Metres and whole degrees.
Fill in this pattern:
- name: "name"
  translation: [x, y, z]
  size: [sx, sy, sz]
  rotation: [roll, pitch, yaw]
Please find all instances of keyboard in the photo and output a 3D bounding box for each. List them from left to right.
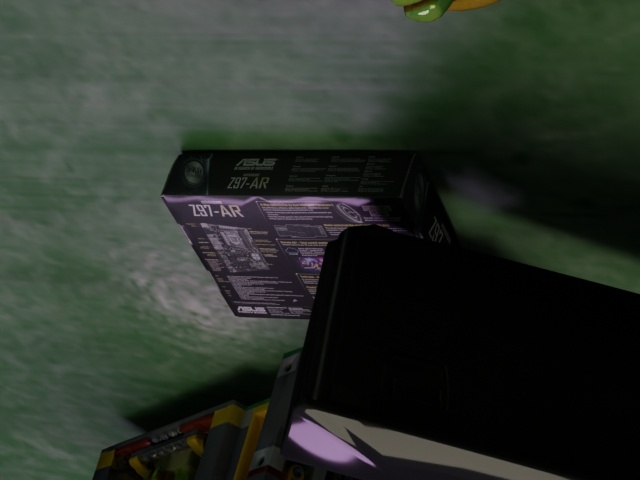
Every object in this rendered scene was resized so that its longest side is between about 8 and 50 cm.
- name: "keyboard"
  translation: [0.145, 0.083, 0.504]
  size: [0.317, 0.201, 0.033]
  rotation: [15, 116, 0]

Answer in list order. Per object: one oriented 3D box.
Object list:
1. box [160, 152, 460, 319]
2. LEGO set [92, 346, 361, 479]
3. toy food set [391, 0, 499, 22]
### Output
- name: "box"
  translation: [0.000, 0.000, 0.620]
  size: [0.083, 0.018, 0.067]
  rotation: [1, 142, 26]
- name: "LEGO set"
  translation: [0.025, 0.171, 0.677]
  size: [0.255, 0.192, 0.331]
  rotation: [37, 145, -31]
- name: "toy food set"
  translation: [0.060, -0.104, 0.393]
  size: [0.128, 0.071, 0.218]
  rotation: [32, 144, -19]
